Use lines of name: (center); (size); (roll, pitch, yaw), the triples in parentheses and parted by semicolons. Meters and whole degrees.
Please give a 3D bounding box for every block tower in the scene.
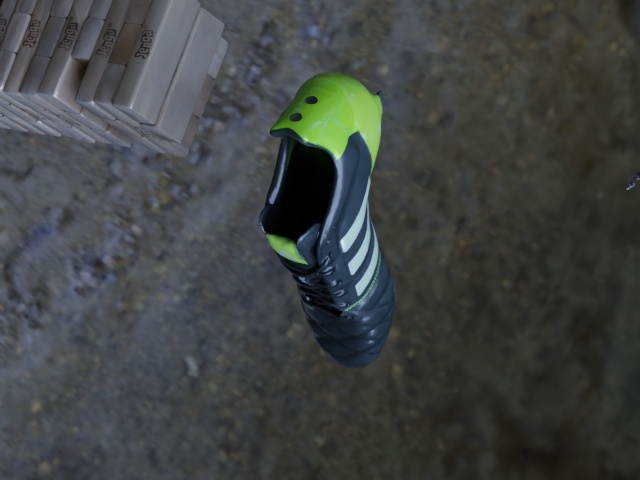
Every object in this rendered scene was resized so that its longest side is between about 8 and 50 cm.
block tower: (-0.221, -0.134, 1.087); (0.091, 0.335, 0.097); (35, 72, -53)

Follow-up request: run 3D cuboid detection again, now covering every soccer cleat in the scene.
soccer cleat: (0.000, 0.000, 0.767); (0.072, 0.060, 0.179); (-43, 140, -41)

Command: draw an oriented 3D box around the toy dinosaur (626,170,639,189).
toy dinosaur: (0.277, -0.033, 1.149); (0.090, 0.082, 0.047); (-57, 178, -44)
